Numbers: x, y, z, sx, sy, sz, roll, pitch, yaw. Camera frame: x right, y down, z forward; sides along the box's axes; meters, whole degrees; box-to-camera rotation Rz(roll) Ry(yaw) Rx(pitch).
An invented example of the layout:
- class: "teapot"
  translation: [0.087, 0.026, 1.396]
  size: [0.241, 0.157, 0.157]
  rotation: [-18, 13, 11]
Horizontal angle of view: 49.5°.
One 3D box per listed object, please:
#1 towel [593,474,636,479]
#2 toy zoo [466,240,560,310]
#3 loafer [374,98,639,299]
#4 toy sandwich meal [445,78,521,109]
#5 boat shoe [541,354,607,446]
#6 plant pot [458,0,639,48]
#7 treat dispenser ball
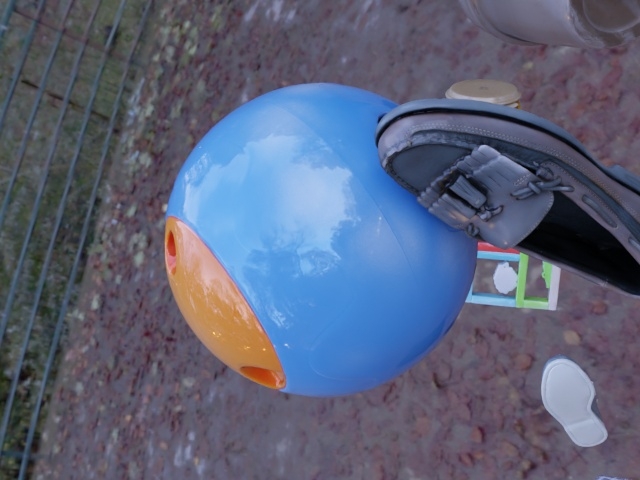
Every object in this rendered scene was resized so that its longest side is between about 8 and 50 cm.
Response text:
- class: "towel"
  translation: [0.480, 0.479, 1.027]
  size: [0.235, 0.284, 0.121]
  rotation: [-5, 113, 47]
- class: "toy zoo"
  translation: [0.270, 0.015, 1.217]
  size: [0.293, 0.030, 0.192]
  rotation: [5, 103, 12]
- class: "loafer"
  translation: [0.162, -0.025, 0.511]
  size: [0.096, 0.267, 0.084]
  rotation: [-41, 40, 51]
- class: "toy sandwich meal"
  translation: [0.170, -0.143, 0.720]
  size: [0.085, 0.085, 0.029]
  rotation: [40, 140, 51]
- class: "boat shoe"
  translation: [0.587, 0.360, 1.627]
  size: [0.116, 0.319, 0.099]
  rotation: [-22, 35, 19]
- class: "plant pot"
  translation: [0.415, -0.446, 1.135]
  size: [0.323, 0.323, 0.280]
  rotation: [-54, 32, 21]
- class: "treat dispenser ball"
  translation: [0.000, 0.000, 0.649]
  size: [0.288, 0.288, 0.288]
  rotation: [-25, 56, 44]
